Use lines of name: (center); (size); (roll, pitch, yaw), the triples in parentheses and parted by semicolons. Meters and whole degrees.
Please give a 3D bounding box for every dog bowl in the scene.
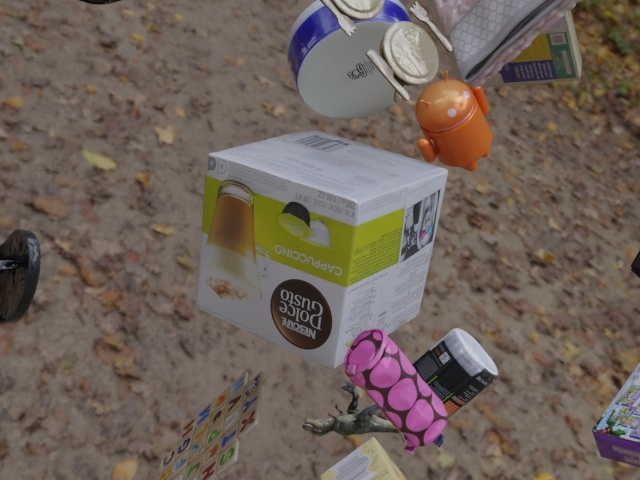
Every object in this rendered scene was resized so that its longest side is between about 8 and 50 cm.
dog bowl: (0.068, -0.373, 1.734); (0.265, 0.265, 0.104); (7, 49, -28)

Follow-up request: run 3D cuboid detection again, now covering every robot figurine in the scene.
robot figurine: (0.270, -0.236, 1.745); (0.219, 0.158, 0.128); (53, 24, -41)

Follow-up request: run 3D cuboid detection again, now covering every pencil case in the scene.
pencil case: (0.116, 0.237, 1.339); (0.209, 0.098, 0.095); (51, -17, -25)

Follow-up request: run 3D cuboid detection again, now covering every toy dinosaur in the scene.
toy dinosaur: (0.096, 0.397, 1.958); (0.268, 0.118, 0.064); (2, 1, 12)

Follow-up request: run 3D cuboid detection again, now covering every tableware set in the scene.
tableware set: (0.072, -0.273, 1.085); (0.194, 0.039, 0.128); (48, 58, -12)

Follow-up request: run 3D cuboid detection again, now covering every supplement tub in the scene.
supplement tub: (0.211, 0.256, 1.525); (0.117, 0.190, 0.117); (44, 14, -14)

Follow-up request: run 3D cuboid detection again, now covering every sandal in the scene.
sandal: (-0.665, 0.093, 1.663); (0.107, 0.446, 0.167); (5, 72, -41)

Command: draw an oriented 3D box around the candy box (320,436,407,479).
candy box: (0.103, 0.343, 0.870); (0.183, 0.087, 0.316); (53, -1, -10)

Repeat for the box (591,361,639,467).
box: (0.547, 0.213, 1.212); (0.201, 0.057, 0.293); (5, 38, 49)

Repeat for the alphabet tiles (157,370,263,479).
alphabet tiles: (-0.241, 0.428, 1.815); (0.011, 0.342, 0.285); (40, 22, -19)

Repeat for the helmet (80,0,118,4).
helmet: (-0.366, -0.491, 1.407); (0.169, 0.169, 0.161); (-9, 71, -42)

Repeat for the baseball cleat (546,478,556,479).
baseball cleat: (0.466, 0.556, 1.674); (0.072, 0.109, 0.206); (6, 54, 3)

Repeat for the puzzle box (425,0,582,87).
puzzle box: (0.371, -0.462, 1.764); (0.272, 0.409, 0.052); (0, 62, 25)

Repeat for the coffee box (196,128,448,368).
coffee box: (0.000, 0.000, 1.682); (0.338, 0.334, 0.338); (21, 25, 29)

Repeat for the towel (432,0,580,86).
towel: (0.279, -0.435, 1.231); (0.053, 0.332, 0.317); (11, 54, -36)

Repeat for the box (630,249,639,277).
box: (0.795, 0.030, 1.700); (0.073, 0.293, 0.295); (-8, 42, -28)
